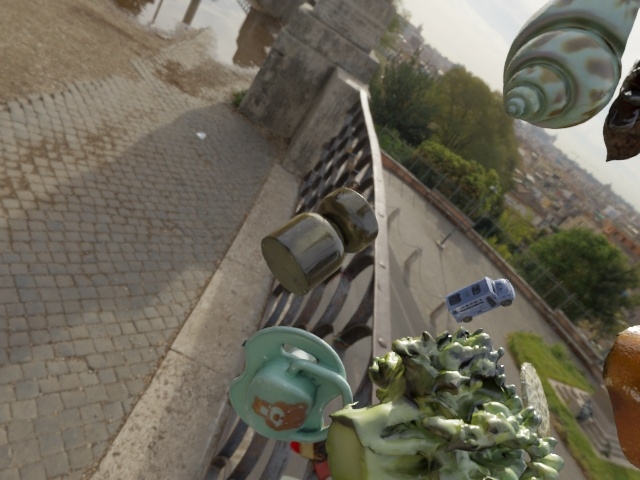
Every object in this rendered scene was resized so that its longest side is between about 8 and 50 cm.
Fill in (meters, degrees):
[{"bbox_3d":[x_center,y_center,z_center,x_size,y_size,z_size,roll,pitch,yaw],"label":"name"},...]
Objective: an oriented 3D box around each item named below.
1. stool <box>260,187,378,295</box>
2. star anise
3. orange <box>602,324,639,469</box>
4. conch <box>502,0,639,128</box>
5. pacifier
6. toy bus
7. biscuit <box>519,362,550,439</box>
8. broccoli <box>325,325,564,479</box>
[{"bbox_3d":[0.000,0.000,1.160,0.264,0.179,0.179,-37,73,-28],"label":"stool"},{"bbox_3d":[0.609,-0.284,0.805,0.111,0.257,0.198,33,4,26],"label":"star anise"},{"bbox_3d":[0.777,0.357,1.015,0.274,0.274,0.310,10,49,-43],"label":"orange"},{"bbox_3d":[0.447,-0.330,0.807,0.197,0.249,0.367,22,55,4],"label":"conch"},{"bbox_3d":[-0.055,0.323,1.065,0.288,0.343,0.269,27,30,3],"label":"pacifier"},{"bbox_3d":[0.423,0.152,1.183,0.076,0.167,0.073,43,29,-28],"label":"toy bus"},{"bbox_3d":[0.421,0.314,0.869,0.152,0.020,0.151,29,53,-46],"label":"biscuit"},{"bbox_3d":[0.169,0.290,0.628,0.272,0.324,0.333,18,71,-54],"label":"broccoli"}]
